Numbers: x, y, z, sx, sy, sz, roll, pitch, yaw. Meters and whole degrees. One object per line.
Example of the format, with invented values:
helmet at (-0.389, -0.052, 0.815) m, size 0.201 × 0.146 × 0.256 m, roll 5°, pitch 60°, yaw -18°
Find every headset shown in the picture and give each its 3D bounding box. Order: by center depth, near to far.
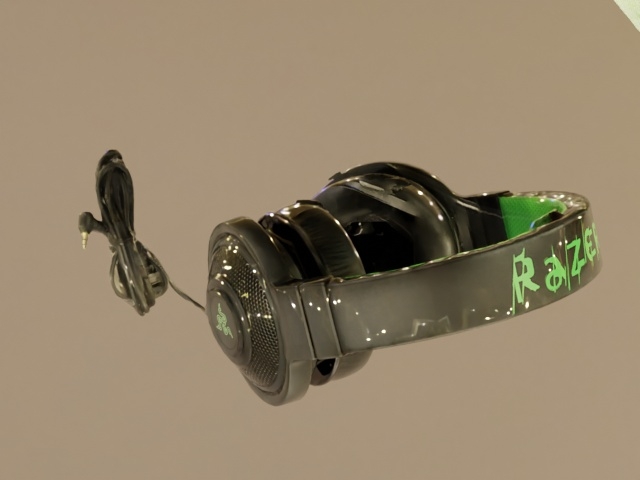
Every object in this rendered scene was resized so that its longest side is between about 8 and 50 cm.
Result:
headset at (0.000, 0.000, 1.145) m, size 0.394 × 0.185 × 0.243 m, roll -8°, pitch -170°, yaw 37°

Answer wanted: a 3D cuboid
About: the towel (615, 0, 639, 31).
towel at (0.351, -0.230, 1.149) m, size 0.325 × 0.248 × 0.038 m, roll -28°, pitch -149°, yaw 36°
